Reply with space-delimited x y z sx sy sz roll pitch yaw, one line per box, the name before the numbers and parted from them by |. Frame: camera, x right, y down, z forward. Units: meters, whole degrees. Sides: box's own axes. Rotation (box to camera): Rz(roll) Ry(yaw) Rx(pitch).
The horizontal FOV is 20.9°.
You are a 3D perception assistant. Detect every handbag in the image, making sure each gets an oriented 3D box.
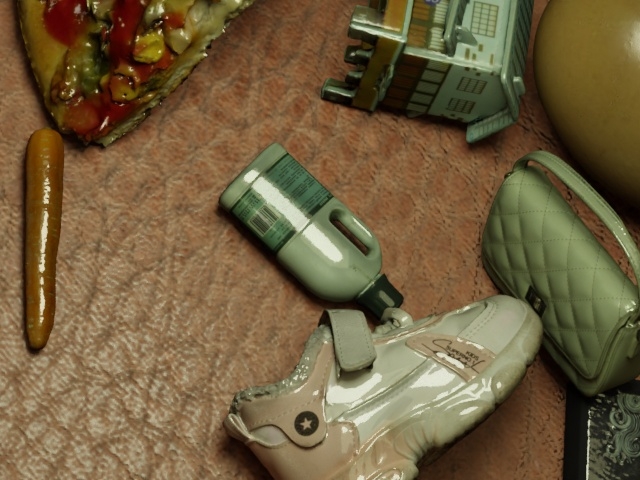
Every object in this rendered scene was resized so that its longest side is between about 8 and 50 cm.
handbag | 0.264 0.023 1.848 0.079 0.219 0.256 -21 53 -20

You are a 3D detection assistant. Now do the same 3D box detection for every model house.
model house | 0.132 -0.254 1.951 0.215 0.198 0.224 13 66 -7

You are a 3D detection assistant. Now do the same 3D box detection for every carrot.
carrot | -0.292 -0.005 1.824 0.043 0.043 0.248 3 72 -15

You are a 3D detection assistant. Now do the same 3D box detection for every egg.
egg | 0.411 -0.176 1.942 0.374 0.301 0.301 29 65 -13

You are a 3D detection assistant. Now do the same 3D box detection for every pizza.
pizza | -0.162 -0.338 1.808 0.130 0.406 0.440 5 78 -58

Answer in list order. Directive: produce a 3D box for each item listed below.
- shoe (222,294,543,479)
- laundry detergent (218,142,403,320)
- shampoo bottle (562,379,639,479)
shoe | 0.069 0.146 1.799 0.351 0.172 0.198 -40 85 -25
laundry detergent | 0.000 0.000 1.889 0.225 0.070 0.099 43 59 3
shampoo bottle | 0.317 0.233 1.897 0.098 0.071 0.309 10 66 -10
